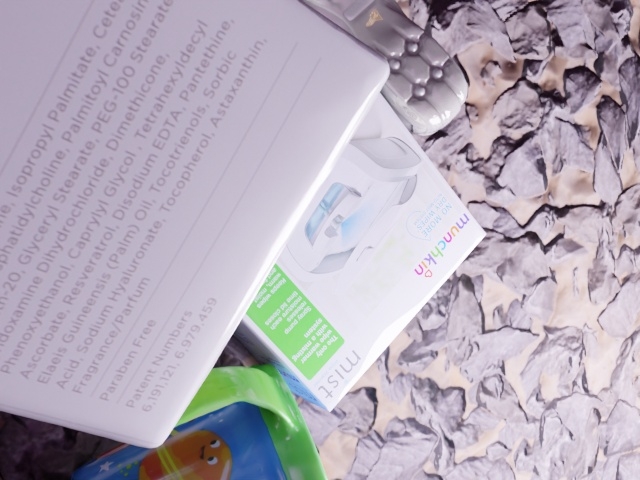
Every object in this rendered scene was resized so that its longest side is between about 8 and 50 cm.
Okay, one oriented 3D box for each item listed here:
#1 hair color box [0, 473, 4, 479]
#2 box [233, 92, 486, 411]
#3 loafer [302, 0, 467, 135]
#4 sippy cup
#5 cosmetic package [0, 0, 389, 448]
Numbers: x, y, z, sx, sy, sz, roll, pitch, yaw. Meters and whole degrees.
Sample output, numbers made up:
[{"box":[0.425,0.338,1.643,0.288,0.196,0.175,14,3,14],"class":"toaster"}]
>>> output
[{"box":[-0.322,0.244,0.762,0.113,0.185,0.374,-26,107,-21],"class":"hair color box"},{"box":[0.000,0.000,0.933,0.262,0.127,0.231,-46,111,-16],"class":"box"},{"box":[0.023,-0.239,0.929,0.112,0.111,0.319,-38,94,-12],"class":"loafer"},{"box":[-0.114,0.265,0.862,0.224,0.240,0.305,-19,95,-12],"class":"sippy cup"},{"box":[-0.240,-0.114,0.616,0.393,0.329,0.327,26,101,-37],"class":"cosmetic package"}]
